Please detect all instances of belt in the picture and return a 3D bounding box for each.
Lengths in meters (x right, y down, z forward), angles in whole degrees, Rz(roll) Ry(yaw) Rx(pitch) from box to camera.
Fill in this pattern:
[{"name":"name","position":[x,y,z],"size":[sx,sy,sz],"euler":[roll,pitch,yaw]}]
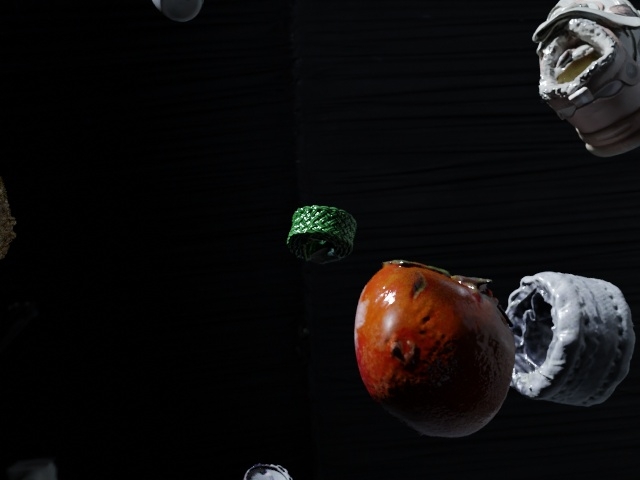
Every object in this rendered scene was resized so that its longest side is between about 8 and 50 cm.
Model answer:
[{"name":"belt","position":[0.000,0.000,1.041],"size":[0.151,0.121,0.079],"euler":[120,162,-68]}]

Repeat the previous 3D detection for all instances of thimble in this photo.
[{"name":"thimble","position":[0.456,0.185,1.074],"size":[0.217,0.157,0.246],"euler":[-152,73,-79]}]

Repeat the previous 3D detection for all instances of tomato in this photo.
[{"name":"tomato","position":[0.149,0.173,0.926],"size":[0.309,0.170,0.309],"euler":[-12,73,41]}]

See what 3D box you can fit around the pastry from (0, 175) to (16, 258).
[{"name":"pastry","position":[-0.520,0.015,0.675],"size":[0.162,0.310,0.255],"euler":[52,168,14]}]

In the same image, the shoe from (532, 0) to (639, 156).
[{"name":"shoe","position":[0.459,-0.328,0.965],"size":[0.172,0.198,0.351],"euler":[-32,47,38]}]

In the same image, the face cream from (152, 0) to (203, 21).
[{"name":"face cream","position":[-0.232,-0.406,0.918],"size":[0.091,0.091,0.095],"euler":[91,162,-49]}]

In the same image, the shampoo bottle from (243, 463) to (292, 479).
[{"name":"shampoo bottle","position":[-0.100,0.419,0.793],"size":[0.072,0.072,0.214],"euler":[-107,32,-69]}]
